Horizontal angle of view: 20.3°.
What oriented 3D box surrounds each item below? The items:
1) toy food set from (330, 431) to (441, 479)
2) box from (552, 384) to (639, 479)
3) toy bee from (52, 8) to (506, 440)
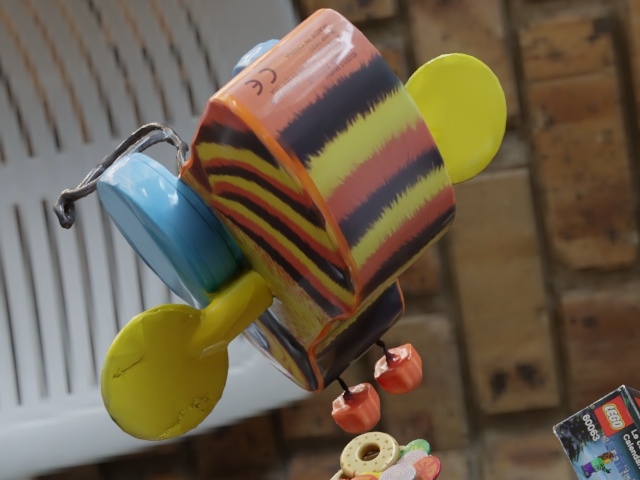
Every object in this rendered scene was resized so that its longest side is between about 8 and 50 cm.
[{"bbox_3d":[0.039,0.157,1.164,0.083,0.082,0.020,-46,124,-39],"label":"toy food set"},{"bbox_3d":[0.214,0.168,0.926,0.233,0.044,0.159,23,39,-58],"label":"box"},{"bbox_3d":[0.000,0.000,0.731,0.162,0.195,0.298,50,5,-8],"label":"toy bee"}]
